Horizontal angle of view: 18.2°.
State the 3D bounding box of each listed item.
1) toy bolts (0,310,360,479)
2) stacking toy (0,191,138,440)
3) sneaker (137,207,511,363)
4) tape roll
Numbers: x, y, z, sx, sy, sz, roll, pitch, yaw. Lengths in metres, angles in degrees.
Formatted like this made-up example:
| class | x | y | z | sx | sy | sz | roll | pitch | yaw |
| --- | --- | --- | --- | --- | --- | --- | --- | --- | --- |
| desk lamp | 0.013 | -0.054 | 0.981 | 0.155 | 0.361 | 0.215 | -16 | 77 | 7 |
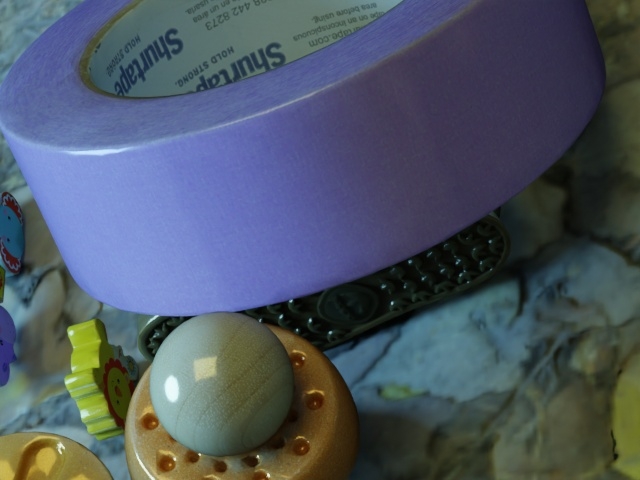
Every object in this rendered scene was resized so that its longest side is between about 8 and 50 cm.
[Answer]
| class | x | y | z | sx | sy | sz | roll | pitch | yaw |
| --- | --- | --- | --- | --- | --- | --- | --- | --- | --- |
| toy bolts | -0.093 | 0.143 | 0.838 | 0.218 | 0.158 | 0.228 | -4 | 58 | 9 |
| stacking toy | -0.177 | 0.024 | 1.071 | 0.167 | 0.052 | 0.221 | -16 | 51 | 18 |
| sneaker | 0.000 | 0.000 | 0.976 | 0.192 | 0.064 | 0.086 | -20 | 44 | 18 |
| tape roll | -0.010 | -0.078 | 0.937 | 0.275 | 0.090 | 0.275 | -19 | 25 | 10 |
